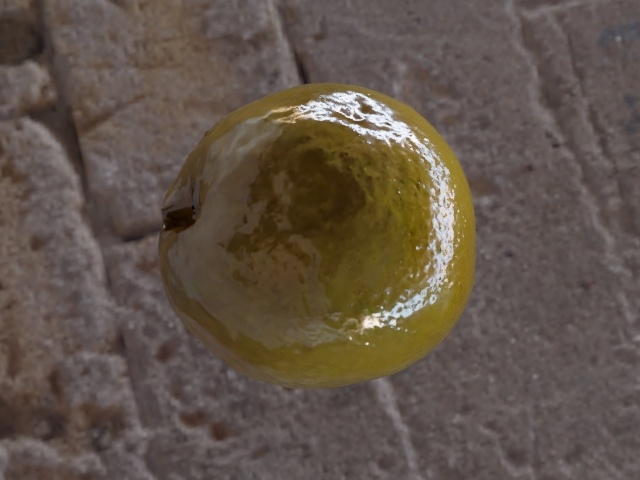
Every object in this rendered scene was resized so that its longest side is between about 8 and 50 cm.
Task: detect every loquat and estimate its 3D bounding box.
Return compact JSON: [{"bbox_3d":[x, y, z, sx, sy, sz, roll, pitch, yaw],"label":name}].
[{"bbox_3d":[0.000,0.000,0.798,0.208,0.208,0.208,167,-90,-78],"label":"loquat"}]
